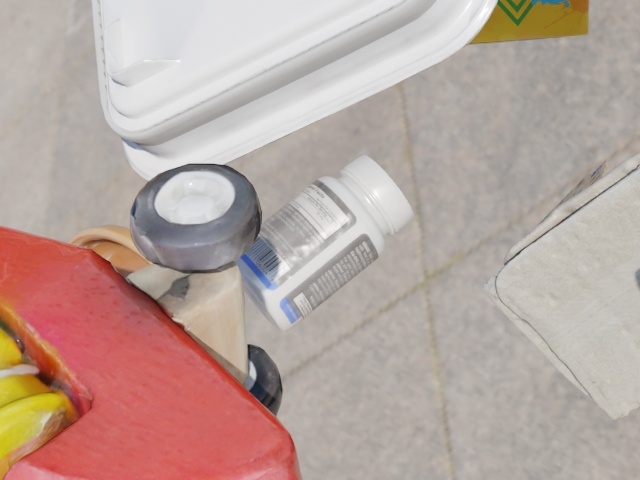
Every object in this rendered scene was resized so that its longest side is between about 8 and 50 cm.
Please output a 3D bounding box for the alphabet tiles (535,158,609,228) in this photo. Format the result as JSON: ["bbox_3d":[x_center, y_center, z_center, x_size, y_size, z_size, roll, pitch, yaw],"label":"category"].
[{"bbox_3d":[0.347,-0.031,2.020,0.198,0.009,0.237,-48,-1,21],"label":"alphabet tiles"}]

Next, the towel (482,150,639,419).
[{"bbox_3d":[0.288,0.025,1.160,0.282,0.187,0.049,-38,10,37],"label":"towel"}]

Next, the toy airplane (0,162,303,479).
[{"bbox_3d":[-0.236,0.060,0.646,0.384,0.386,0.272,-31,17,47],"label":"toy airplane"}]

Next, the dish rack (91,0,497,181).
[{"bbox_3d":[-0.046,-0.226,0.863,0.285,0.072,0.332,-23,61,29],"label":"dish rack"}]

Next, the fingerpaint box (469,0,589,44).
[{"bbox_3d":[0.188,-0.493,1.456,0.163,0.371,0.444,-3,53,8],"label":"fingerpaint box"}]

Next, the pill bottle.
[{"bbox_3d":[0.000,0.000,1.065,0.137,0.078,0.078,-38,32,-8],"label":"pill bottle"}]

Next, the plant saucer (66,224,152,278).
[{"bbox_3d":[-0.107,0.079,0.925,0.037,0.200,0.200,-27,14,-36],"label":"plant saucer"}]
